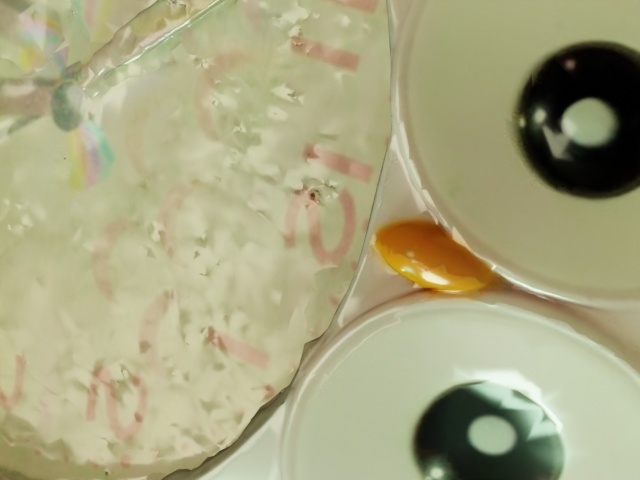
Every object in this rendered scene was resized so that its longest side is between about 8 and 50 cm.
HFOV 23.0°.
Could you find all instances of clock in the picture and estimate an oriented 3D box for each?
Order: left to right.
[{"bbox_3d":[0.008,-0.035,0.536,0.377,0.250,0.368,23,104,28],"label":"clock"}]
